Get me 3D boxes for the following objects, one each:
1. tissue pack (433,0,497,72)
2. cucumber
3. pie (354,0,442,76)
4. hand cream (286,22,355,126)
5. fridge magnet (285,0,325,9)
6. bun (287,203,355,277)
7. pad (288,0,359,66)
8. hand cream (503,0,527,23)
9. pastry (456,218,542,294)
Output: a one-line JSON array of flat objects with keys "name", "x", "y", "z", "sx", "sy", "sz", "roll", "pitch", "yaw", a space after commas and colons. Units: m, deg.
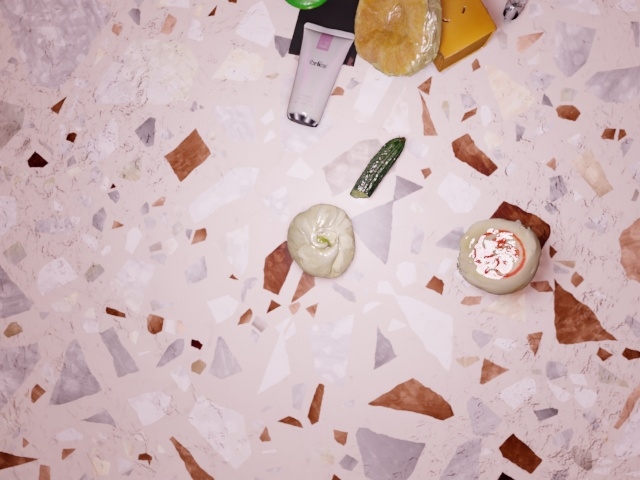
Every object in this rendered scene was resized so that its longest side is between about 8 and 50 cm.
[{"name": "tissue pack", "x": 0.414, "y": -0.738, "z": 1.421, "sx": 0.194, "sy": 0.145, "sz": 0.274, "roll": -28, "pitch": 86, "yaw": 4}, {"name": "cucumber", "x": 0.200, "y": -0.254, "z": 1.483, "sx": 0.077, "sy": 0.077, "sz": 0.265, "roll": 34, "pitch": 91, "yaw": 5}, {"name": "pie", "x": 0.243, "y": -0.698, "z": 1.387, "sx": 0.339, "sy": 0.083, "sz": 0.339, "roll": 22, "pitch": 124, "yaw": 37}, {"name": "hand cream", "x": -0.015, "y": -0.574, "z": 1.488, "sx": 0.185, "sy": 0.118, "sz": 0.358, "roll": 16, "pitch": 87, "yaw": 7}, {"name": "fridge magnet", "x": -0.047, "y": -0.908, "z": 1.492, "sx": 0.208, "sy": 0.088, "sz": 0.208, "roll": 0, "pitch": 90, "yaw": 6}, {"name": "bun", "x": 0.000, "y": 0.000, "z": 1.459, "sx": 0.259, "sy": 0.160, "sz": 0.259, "roll": 0, "pitch": 92, "yaw": 9}, {"name": "pad", "x": 0.046, "y": -0.822, "z": 1.529, "sx": 0.248, "sy": 0.007, "sz": 0.367, "roll": 15, "pitch": 91, "yaw": 6}, {"name": "hand cream", "x": 0.680, "y": -0.842, "z": 1.441, "sx": 0.084, "sy": 0.050, "sz": 0.257, "roll": 25, "pitch": 86, "yaw": 4}, {"name": "pastry", "x": 0.572, "y": 0.050, "z": 1.384, "sx": 0.265, "sy": 0.133, "sz": 0.265, "roll": -6, "pitch": 79, "yaw": 32}]
